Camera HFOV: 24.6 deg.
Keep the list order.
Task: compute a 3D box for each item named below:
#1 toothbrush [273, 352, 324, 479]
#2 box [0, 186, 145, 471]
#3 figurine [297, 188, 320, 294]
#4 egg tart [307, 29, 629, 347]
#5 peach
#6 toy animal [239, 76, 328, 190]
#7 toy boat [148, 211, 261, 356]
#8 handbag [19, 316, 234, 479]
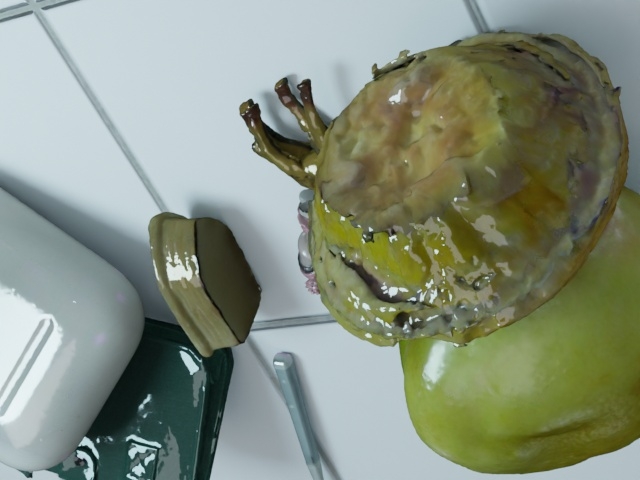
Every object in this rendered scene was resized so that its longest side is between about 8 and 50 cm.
[{"bbox_3d":[-0.013,0.279,1.986,0.025,0.030,0.342,3,132,24],"label":"toothbrush"},{"bbox_3d":[-0.407,0.100,1.844,0.349,0.141,0.288,34,101,12],"label":"box"},{"bbox_3d":[0.000,0.000,1.677,0.054,0.072,0.129,-2,139,0],"label":"figurine"},{"bbox_3d":[0.111,-0.066,1.360,0.352,0.351,0.150,-12,146,35],"label":"egg tart"},{"bbox_3d":[0.223,0.085,1.493,0.314,0.281,0.315,-25,141,7],"label":"peach"},{"bbox_3d":[0.038,-0.088,1.590,0.275,0.054,0.149,31,136,-2],"label":"toy animal"},{"bbox_3d":[-0.139,0.039,1.760,0.061,0.116,0.188,-8,129,27],"label":"toy boat"},{"bbox_3d":[-0.291,0.210,1.935,0.327,0.089,0.238,12,100,14],"label":"handbag"}]
